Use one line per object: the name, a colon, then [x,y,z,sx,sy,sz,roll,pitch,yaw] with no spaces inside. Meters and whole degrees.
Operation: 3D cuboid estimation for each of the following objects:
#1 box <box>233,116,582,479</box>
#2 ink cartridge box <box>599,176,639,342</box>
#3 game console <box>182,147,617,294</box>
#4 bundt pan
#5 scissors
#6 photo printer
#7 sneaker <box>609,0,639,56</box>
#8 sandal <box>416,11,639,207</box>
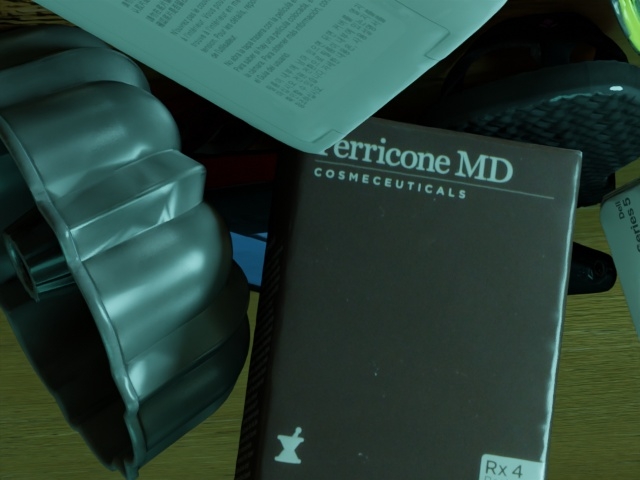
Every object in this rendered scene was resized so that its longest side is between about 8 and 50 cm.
box: [0.048,0.120,1.305,0.191,0.381,0.143,8,168,-7]
ink cartridge box: [0.376,0.024,1.562,0.273,0.198,0.115,-10,168,-34]
game console: [0.000,0.000,1.634,0.342,0.060,0.386,0,168,45]
bundt pan: [-0.155,-0.009,1.381,0.124,0.331,0.331,-28,167,-18]
scissors: [-0.058,-0.119,1.471,0.109,0.021,0.297,9,156,-24]
photo printer: [-0.066,-0.186,1.029,0.307,0.107,0.256,29,152,-14]
sneaker: [0.298,-0.146,1.315,0.121,0.111,0.300,-21,156,32]
sandal: [0.151,-0.096,1.471,0.168,0.107,0.446,-4,173,2]
